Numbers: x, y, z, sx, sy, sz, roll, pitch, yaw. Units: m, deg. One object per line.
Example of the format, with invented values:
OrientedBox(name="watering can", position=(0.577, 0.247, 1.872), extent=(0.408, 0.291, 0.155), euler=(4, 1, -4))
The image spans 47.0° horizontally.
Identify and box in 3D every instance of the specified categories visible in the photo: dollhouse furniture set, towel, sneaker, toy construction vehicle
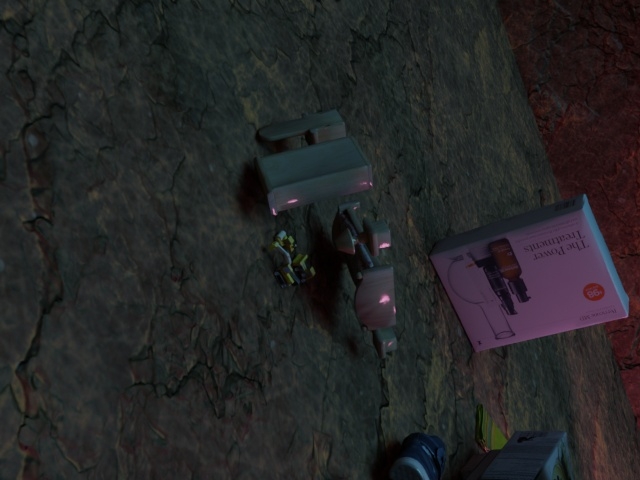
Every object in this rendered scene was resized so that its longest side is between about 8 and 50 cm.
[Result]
OrientedBox(name="dollhouse furniture set", position=(0.000, 0.000, 1.303), extent=(0.303, 0.174, 0.355), euler=(-113, -168, -50))
OrientedBox(name="towel", position=(0.432, 0.499, 1.760), extent=(0.237, 0.021, 0.102), euler=(52, 35, -30))
OrientedBox(name="sneaker", position=(0.190, 0.456, 1.315), extent=(0.163, 0.086, 0.226), euler=(-43, 122, -68))
OrientedBox(name="toy construction vehicle", position=(-0.046, 0.034, 1.221), extent=(0.098, 0.035, 0.086), euler=(63, 30, -13))

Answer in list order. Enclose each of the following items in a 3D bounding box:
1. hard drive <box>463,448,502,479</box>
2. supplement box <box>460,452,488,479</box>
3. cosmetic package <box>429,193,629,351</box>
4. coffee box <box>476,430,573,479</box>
OrientedBox(name="hard drive", position=(0.363, 0.612, 1.507), extent=(0.203, 0.040, 0.307), euler=(-9, 89, -60))
OrientedBox(name="supplement box", position=(0.341, 0.505, 1.585), extent=(0.098, 0.036, 0.062), euler=(-14, 86, -60))
OrientedBox(name="cosmetic package", position=(0.489, 0.087, 1.737), extent=(0.284, 0.377, 0.097), euler=(61, 31, -15))
OrientedBox(name="coffee box", position=(0.419, 0.508, 1.472), extent=(0.297, 0.119, 0.168), euler=(-12, 94, -61))
